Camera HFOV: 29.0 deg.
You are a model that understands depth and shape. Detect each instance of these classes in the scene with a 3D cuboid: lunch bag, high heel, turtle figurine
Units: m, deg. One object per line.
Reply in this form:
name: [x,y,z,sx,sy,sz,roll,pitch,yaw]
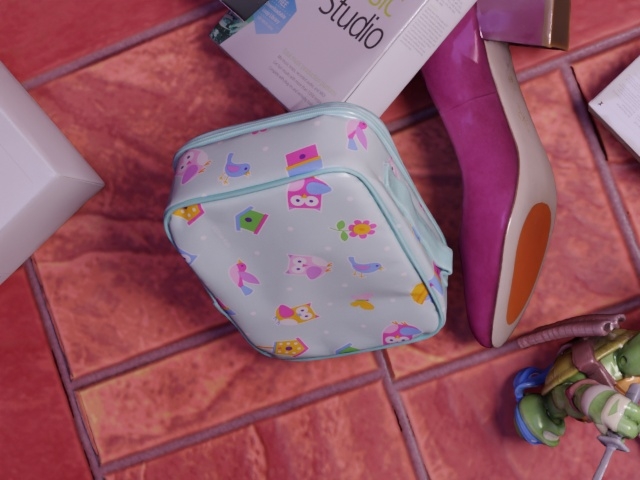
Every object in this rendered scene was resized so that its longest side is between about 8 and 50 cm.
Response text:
lunch bag: [0.000,0.000,1.176,0.224,0.279,0.108,-15,48,17]
high heel: [0.140,-0.089,1.240,0.181,0.127,0.377,8,88,29]
turtle figurine: [0.317,0.154,1.125,0.197,0.275,0.266,33,114,-27]

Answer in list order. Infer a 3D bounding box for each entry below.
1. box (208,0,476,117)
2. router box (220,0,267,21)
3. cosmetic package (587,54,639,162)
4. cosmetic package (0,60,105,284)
box: [0.053,-0.267,1.220,0.322,0.058,0.232,-50,46,5]
router box: [-0.044,-0.327,1.262,0.179,0.046,0.133,-39,47,17]
cosmetic package: [0.376,-0.077,1.199,0.099,0.060,0.239,-42,81,6]
cosmetic package: [-0.398,-0.071,1.326,0.224,0.138,0.224,-43,81,6]
